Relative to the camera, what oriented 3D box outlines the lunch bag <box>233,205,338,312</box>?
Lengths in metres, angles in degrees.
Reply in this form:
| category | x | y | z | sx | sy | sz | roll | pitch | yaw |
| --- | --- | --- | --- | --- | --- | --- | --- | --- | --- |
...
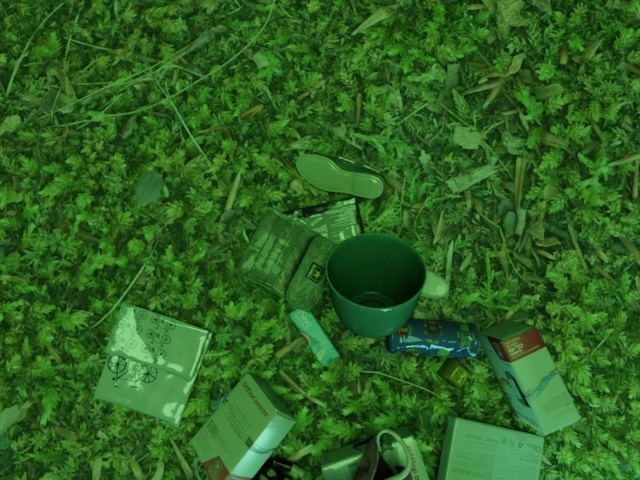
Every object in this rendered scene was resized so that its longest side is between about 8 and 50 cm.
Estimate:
| category | x | y | z | sx | sy | sz | roll | pitch | yaw |
| --- | --- | --- | --- | --- | --- | --- | --- | --- | --- |
| lunch bag | -0.093 | 0.066 | 1.416 | 0.287 | 0.169 | 0.235 | 29 | 82 | -6 |

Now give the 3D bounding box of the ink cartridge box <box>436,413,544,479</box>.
| category | x | y | z | sx | sy | sz | roll | pitch | yaw |
| --- | --- | --- | --- | --- | --- | --- | --- | --- | --- |
| ink cartridge box | 0.537 | 0.760 | 1.449 | 0.324 | 0.071 | 0.329 | 16 | 79 | -9 |

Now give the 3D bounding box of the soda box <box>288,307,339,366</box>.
| category | x | y | z | sx | sy | sz | roll | pitch | yaw |
| --- | --- | --- | --- | --- | --- | --- | --- | --- | --- |
| soda box | -0.022 | 0.314 | 1.516 | 0.071 | 0.067 | 0.210 | -34 | 86 | -4 |

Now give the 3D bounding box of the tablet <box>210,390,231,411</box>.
| category | x | y | z | sx | sy | sz | roll | pitch | yaw |
| --- | --- | --- | --- | --- | --- | --- | --- | --- | --- |
| tablet | -0.321 | 0.552 | 1.519 | 0.083 | 0.006 | 0.054 | -37 | 86 | -5 |

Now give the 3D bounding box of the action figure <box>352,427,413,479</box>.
| category | x | y | z | sx | sy | sz | roll | pitch | yaw |
| --- | --- | --- | --- | --- | --- | --- | --- | --- | --- |
| action figure | 0.113 | 0.744 | 1.239 | 0.370 | 0.275 | 0.248 | -32 | 65 | -31 |

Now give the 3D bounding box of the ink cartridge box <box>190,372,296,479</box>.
| category | x | y | z | sx | sy | sz | roll | pitch | yaw |
| --- | --- | --- | --- | --- | --- | --- | --- | --- | --- |
| ink cartridge box | -0.240 | 0.595 | 1.410 | 0.283 | 0.117 | 0.207 | -50 | 44 | -5 |

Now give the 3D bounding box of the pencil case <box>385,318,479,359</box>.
| category | x | y | z | sx | sy | sz | roll | pitch | yaw |
| --- | --- | --- | --- | --- | --- | --- | --- | --- | --- |
| pencil case | 0.359 | 0.327 | 1.496 | 0.307 | 0.119 | 0.133 | 4 | 128 | -1 |

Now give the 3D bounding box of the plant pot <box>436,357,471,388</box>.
| category | x | y | z | sx | sy | sz | roll | pitch | yaw |
| --- | --- | --- | --- | --- | --- | --- | --- | --- | --- |
| plant pot | 0.452 | 0.443 | 1.505 | 0.082 | 0.083 | 0.081 | 38 | 85 | 2 |

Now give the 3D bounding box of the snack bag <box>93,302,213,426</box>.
| category | x | y | z | sx | sy | sz | roll | pitch | yaw |
| --- | --- | --- | --- | --- | --- | --- | --- | --- | --- |
| snack bag | -0.569 | 0.416 | 1.512 | 0.323 | 0.037 | 0.342 | 19 | 85 | 0 |

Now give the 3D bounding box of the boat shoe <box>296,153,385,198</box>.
| category | x | y | z | sx | sy | sz | roll | pitch | yaw |
| --- | --- | --- | --- | --- | --- | --- | --- | --- | --- |
| boat shoe | 0.072 | -0.231 | 1.568 | 0.320 | 0.099 | 0.116 | 19 | 122 | 11 |

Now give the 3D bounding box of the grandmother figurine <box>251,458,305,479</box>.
| category | x | y | z | sx | sy | sz | roll | pitch | yaw |
| --- | --- | --- | --- | --- | --- | --- | --- | --- | --- |
| grandmother figurine | -0.150 | 0.797 | 1.459 | 0.208 | 0.104 | 0.342 | -35 | 83 | -29 |

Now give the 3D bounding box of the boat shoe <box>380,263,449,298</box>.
| category | x | y | z | sx | sy | sz | roll | pitch | yaw |
| --- | --- | --- | --- | --- | --- | --- | --- | --- | --- |
| boat shoe | 0.310 | 0.123 | 1.525 | 0.277 | 0.096 | 0.098 | 22 | 84 | 1 |

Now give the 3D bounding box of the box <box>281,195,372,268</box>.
| category | x | y | z | sx | sy | sz | roll | pitch | yaw |
| --- | --- | --- | --- | --- | --- | --- | --- | --- | --- |
| box | 0.000 | 0.000 | 1.541 | 0.308 | 0.076 | 0.242 | -13 | 85 | -2 |

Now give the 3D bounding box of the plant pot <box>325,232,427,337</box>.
| category | x | y | z | sx | sy | sz | roll | pitch | yaw |
| --- | --- | --- | --- | --- | --- | --- | --- | --- | --- |
| plant pot | 0.163 | 0.162 | 1.392 | 0.293 | 0.235 | 0.292 | -1 | 45 | 1 |

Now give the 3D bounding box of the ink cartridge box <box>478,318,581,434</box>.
| category | x | y | z | sx | sy | sz | roll | pitch | yaw |
| --- | --- | --- | --- | --- | --- | --- | --- | --- | --- |
| ink cartridge box | 0.650 | 0.422 | 1.440 | 0.131 | 0.226 | 0.306 | -22 | 85 | -3 |

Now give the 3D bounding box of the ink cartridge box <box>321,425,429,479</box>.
| category | x | y | z | sx | sy | sz | roll | pitch | yaw |
| --- | --- | --- | --- | --- | --- | --- | --- | --- | --- |
| ink cartridge box | 0.179 | 0.762 | 1.446 | 0.308 | 0.129 | 0.223 | -18 | 84 | -2 |
